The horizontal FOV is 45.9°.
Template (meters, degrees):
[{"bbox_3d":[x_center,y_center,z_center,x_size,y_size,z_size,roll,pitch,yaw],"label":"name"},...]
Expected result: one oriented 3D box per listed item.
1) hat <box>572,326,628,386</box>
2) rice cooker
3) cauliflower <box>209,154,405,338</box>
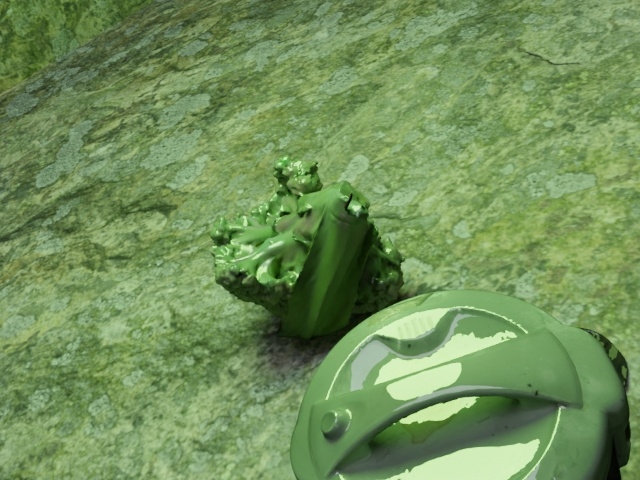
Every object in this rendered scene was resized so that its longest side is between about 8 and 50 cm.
[{"bbox_3d":[0.288,0.143,0.858,0.121,0.050,0.121,-14,45,15],"label":"hat"},{"bbox_3d":[0.137,0.208,0.697,0.288,0.277,0.288,-13,43,13],"label":"rice cooker"},{"bbox_3d":[0.000,0.000,0.991,0.256,0.315,0.239,36,52,-1],"label":"cauliflower"}]
